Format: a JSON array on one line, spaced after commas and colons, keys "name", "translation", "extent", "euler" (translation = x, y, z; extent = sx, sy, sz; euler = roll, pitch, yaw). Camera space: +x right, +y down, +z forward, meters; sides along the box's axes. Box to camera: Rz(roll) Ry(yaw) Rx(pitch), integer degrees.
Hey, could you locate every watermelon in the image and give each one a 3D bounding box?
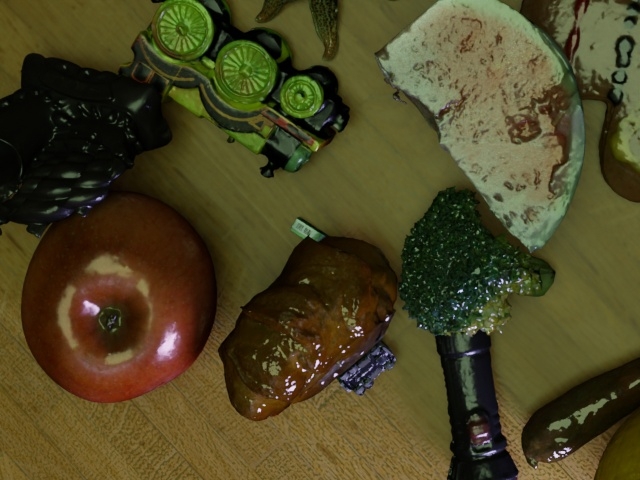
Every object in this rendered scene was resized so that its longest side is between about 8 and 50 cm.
[{"name": "watermelon", "translation": [0.205, -0.141, 1.653], "extent": [0.180, 0.224, 0.305], "euler": [-38, 90, -29]}]

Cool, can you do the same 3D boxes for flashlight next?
[{"name": "flashlight", "translation": [0.196, 0.214, 1.764], "extent": [0.093, 0.093, 0.232], "euler": [-8, 95, 11]}]

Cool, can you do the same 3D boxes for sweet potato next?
[{"name": "sweet potato", "translation": [0.370, 0.198, 1.740], "extent": [0.273, 0.075, 0.075], "euler": [-30, 90, 9]}]

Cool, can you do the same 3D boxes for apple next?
[{"name": "apple", "translation": [-0.259, 0.075, 1.771], "extent": [0.251, 0.206, 0.272], "euler": [37, 100, 1]}]

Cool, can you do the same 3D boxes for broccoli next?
[{"name": "broccoli", "translation": [0.206, 0.032, 1.712], "extent": [0.194, 0.220, 0.194], "euler": [-1, 93, -23]}]

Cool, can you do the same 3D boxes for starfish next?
[{"name": "starfish", "translation": [0.013, -0.334, 1.757], "extent": [0.176, 0.053, 0.208], "euler": [10, 104, -1]}]

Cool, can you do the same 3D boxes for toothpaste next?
[{"name": "toothpaste", "translation": [0.000, 0.000, 1.809], "extent": [0.083, 0.017, 0.020], "euler": [33, 102, 5]}]

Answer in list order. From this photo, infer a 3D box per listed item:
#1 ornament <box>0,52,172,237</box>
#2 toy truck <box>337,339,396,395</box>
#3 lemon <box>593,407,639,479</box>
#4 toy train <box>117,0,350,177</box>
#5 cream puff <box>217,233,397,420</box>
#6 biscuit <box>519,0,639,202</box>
[{"name": "ornament", "translation": [-0.344, -0.096, 1.731], "extent": [0.251, 0.106, 0.260], "euler": [14, 57, 25]}, {"name": "toy truck", "translation": [0.058, 0.164, 1.804], "extent": [0.083, 0.044, 0.039], "euler": [-42, 110, 12]}, {"name": "lemon", "translation": [0.455, 0.316, 1.639], "extent": [0.293, 0.293, 0.293], "euler": [1, 97, 10]}, {"name": "toy train", "translation": [-0.108, -0.199, 1.766], "extent": [0.296, 0.100, 0.160], "euler": [34, 109, 4]}, {"name": "cream puff", "translation": [-0.014, 0.109, 1.727], "extent": [0.155, 0.241, 0.269], "euler": [40, 75, 5]}, {"name": "biscuit", "translation": [0.357, -0.197, 1.702], "extent": [0.277, 0.052, 0.262], "euler": [22, 100, 8]}]
